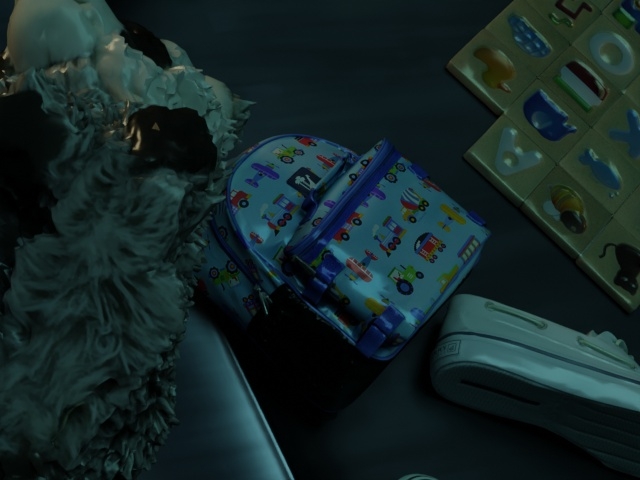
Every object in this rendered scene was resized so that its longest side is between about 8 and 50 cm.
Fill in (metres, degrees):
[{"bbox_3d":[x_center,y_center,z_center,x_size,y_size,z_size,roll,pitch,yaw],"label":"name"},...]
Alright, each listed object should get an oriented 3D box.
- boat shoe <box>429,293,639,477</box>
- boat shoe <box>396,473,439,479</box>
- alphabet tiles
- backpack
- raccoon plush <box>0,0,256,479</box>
[{"bbox_3d":[0.185,0.093,1.222,0.226,0.083,0.076,23,52,-14],"label":"boat shoe"},{"bbox_3d":[0.094,0.236,1.085,0.077,0.070,0.219,-2,61,-30],"label":"boat shoe"},{"bbox_3d":[0.259,-0.095,1.438,0.285,0.011,0.342,44,49,2],"label":"alphabet tiles"},{"bbox_3d":[0.000,0.000,1.160,0.173,0.117,0.158,43,48,5],"label":"backpack"},{"bbox_3d":[-0.162,0.067,1.025,0.216,0.446,0.299,13,6,6],"label":"raccoon plush"}]
